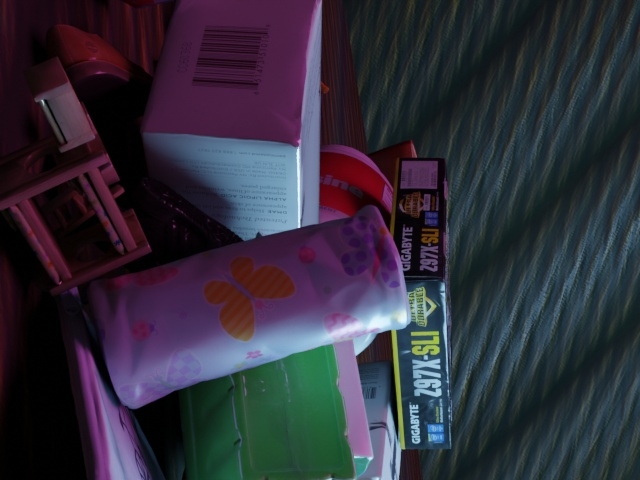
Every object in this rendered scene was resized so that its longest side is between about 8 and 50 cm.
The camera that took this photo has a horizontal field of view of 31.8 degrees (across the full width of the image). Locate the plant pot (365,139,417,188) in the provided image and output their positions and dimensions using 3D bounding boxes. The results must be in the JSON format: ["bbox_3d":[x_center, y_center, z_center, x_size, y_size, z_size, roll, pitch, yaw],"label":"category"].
[{"bbox_3d":[0.084,0.009,2.057,0.267,0.236,0.267,62,22,-60],"label":"plant pot"}]

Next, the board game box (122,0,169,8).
[{"bbox_3d":[-0.225,-0.413,1.090,0.308,0.086,0.301,6,76,-73],"label":"board game box"}]

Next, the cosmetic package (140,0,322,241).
[{"bbox_3d":[-0.082,-0.059,1.215,0.385,0.156,0.217,88,8,-55],"label":"cosmetic package"}]

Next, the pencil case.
[{"bbox_3d":[-0.060,0.056,0.960,0.124,0.273,0.113,88,-15,-76],"label":"pencil case"}]

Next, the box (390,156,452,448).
[{"bbox_3d":[0.141,0.089,1.544,0.257,0.079,0.322,-84,170,-50],"label":"box"}]

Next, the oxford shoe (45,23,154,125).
[{"bbox_3d":[-0.210,-0.166,1.111,0.076,0.076,0.212,63,5,10],"label":"oxford shoe"}]

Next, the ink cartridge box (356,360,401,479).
[{"bbox_3d":[0.003,0.289,1.521,0.273,0.197,0.114,-75,155,-64],"label":"ink cartridge box"}]

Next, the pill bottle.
[{"bbox_3d":[0.000,0.000,1.646,0.407,0.229,0.229,-73,153,-67],"label":"pill bottle"}]

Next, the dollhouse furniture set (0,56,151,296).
[{"bbox_3d":[-0.237,-0.077,0.931,0.161,0.101,0.182,57,-10,47],"label":"dollhouse furniture set"}]

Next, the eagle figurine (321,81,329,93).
[{"bbox_3d":[-0.084,-0.253,1.504,0.226,0.298,0.225,29,23,-45],"label":"eagle figurine"}]

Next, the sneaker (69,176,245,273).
[{"bbox_3d":[-0.143,0.007,1.037,0.170,0.089,0.051,38,19,-7],"label":"sneaker"}]

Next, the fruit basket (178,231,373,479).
[{"bbox_3d":[-0.065,0.217,1.143,0.353,0.166,0.327,108,-23,-55],"label":"fruit basket"}]

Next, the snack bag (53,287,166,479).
[{"bbox_3d":[-0.149,0.237,0.938,0.323,0.037,0.342,-121,-168,-58],"label":"snack bag"}]
